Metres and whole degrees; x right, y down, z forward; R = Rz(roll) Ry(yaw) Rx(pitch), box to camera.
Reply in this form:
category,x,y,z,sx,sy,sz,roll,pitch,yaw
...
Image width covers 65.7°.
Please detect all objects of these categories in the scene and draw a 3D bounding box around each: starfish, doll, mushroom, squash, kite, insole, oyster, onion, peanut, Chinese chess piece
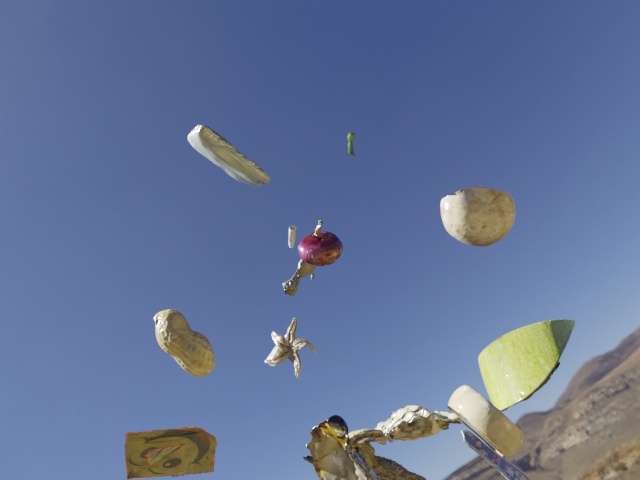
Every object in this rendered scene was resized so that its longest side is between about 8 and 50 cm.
category,x,y,z,sx,sy,sz,roll,pitch,yaw
starfish,-0.135,0.461,2.121,0.236,0.277,0.062,-17,-28,17
doll,-0.054,0.103,1.947,0.091,0.285,0.202,2,-26,32
mushroom,0.540,-0.067,1.709,0.254,0.188,0.195,0,-18,-4
squash,0.418,0.276,1.029,0.204,0.155,0.237,9,-44,-30
kite,-0.479,0.675,1.551,0.328,0.013,0.377,-32,-50,8
starfish,0.192,0.687,1.458,0.324,0.432,0.082,-31,18,45
insole,0.363,0.447,0.983,0.004,0.197,0.065,-59,-19,21
oyster,0.331,0.658,1.791,0.355,0.107,0.201,-13,-34,1
onion,0.000,0.000,1.630,0.150,0.150,0.140,-18,-50,-22
peanut,-0.519,0.386,1.886,0.147,0.305,0.147,-48,-5,-6
Chinese chess piece,0.529,0.580,1.598,0.103,0.250,0.250,-48,-31,-7
oyster,0.107,0.557,1.109,0.096,0.361,0.221,-31,-23,-31

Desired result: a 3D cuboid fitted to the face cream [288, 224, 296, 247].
category,x,y,z,sx,sy,sz,roll,pitch,yaw
face cream,-0.133,-0.013,2.315,0.034,0.034,0.130,-18,-40,-22

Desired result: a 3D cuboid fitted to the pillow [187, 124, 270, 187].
category,x,y,z,sx,sy,sz,roll,pitch,yaw
pillow,-0.237,-0.214,1.287,0.229,0.128,0.051,36,-109,-18

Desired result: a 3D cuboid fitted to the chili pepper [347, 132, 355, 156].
category,x,y,z,sx,sy,sz,roll,pitch,yaw
chili pepper,0.110,-0.348,1.789,0.030,0.034,0.091,-20,-61,-36

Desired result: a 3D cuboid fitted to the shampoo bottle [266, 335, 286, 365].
category,x,y,z,sx,sy,sz,roll,pitch,yaw
shampoo bottle,-0.184,0.493,2.238,0.152,0.045,0.077,-52,10,-29
